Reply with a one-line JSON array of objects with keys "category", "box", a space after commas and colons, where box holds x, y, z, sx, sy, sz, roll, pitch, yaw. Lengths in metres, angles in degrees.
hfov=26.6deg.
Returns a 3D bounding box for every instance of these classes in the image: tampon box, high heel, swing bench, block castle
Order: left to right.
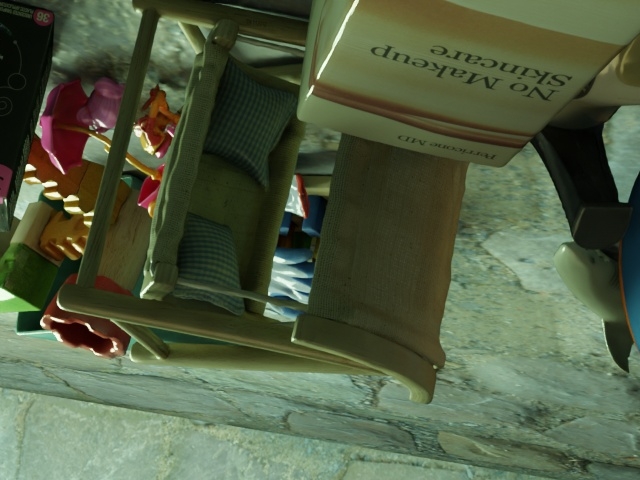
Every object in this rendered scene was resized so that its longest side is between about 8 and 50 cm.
[{"category": "block castle", "box": [-0.408, 0.009, 1.347, 0.453, 0.213, 0.303, -5, 146, 44]}, {"category": "tampon box", "box": [-0.289, -0.106, 1.085, 0.120, 0.161, 0.101, 13, 162, -8]}, {"category": "swing bench", "box": [-0.023, -0.033, 1.000, 0.254, 0.253, 0.165, 5, 162, 15]}, {"category": "high heel", "box": [0.189, -0.148, 0.852, 0.093, 0.186, 0.261, 8, 130, -15]}]

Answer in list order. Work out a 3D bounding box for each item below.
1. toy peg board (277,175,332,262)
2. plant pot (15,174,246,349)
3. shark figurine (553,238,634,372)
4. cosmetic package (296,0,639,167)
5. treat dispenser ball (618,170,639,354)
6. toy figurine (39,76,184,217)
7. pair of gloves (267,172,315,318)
[{"category": "toy peg board", "box": [0.000, 0.000, 1.384, 0.161, 0.079, 0.160, 1, 160, 28]}, {"category": "plant pot", "box": [-0.185, 0.047, 1.516, 0.165, 0.166, 0.234, -6, 160, 43]}, {"category": "shark figurine", "box": [0.350, 0.083, 1.388, 0.278, 0.116, 0.166, 14, 164, -5]}, {"category": "cosmetic package", "box": [0.089, -0.157, 0.751, 0.153, 0.129, 0.296, 12, 163, -7]}, {"category": "treat dispenser ball", "box": [0.339, 0.015, 0.879, 0.288, 0.288, 0.288, 10, 163, 3]}, {"category": "toy figurine", "box": [-0.163, -0.090, 1.180, 0.159, 0.130, 0.173, 27, 136, -19]}, {"category": "pair of gloves", "box": [-0.066, -0.002, 1.341, 0.159, 0.023, 0.198, 6, 130, 29]}]
